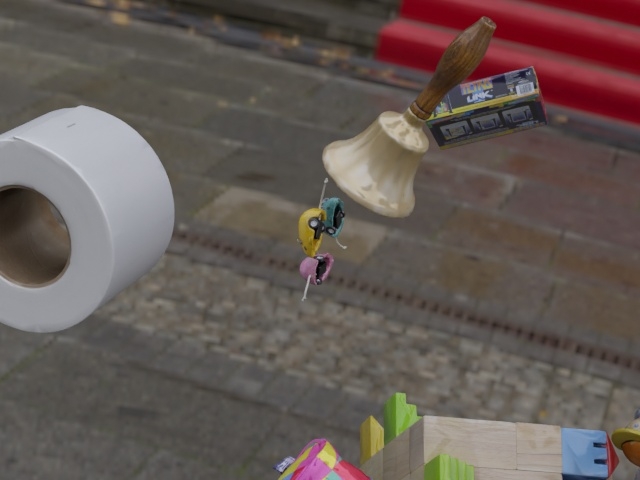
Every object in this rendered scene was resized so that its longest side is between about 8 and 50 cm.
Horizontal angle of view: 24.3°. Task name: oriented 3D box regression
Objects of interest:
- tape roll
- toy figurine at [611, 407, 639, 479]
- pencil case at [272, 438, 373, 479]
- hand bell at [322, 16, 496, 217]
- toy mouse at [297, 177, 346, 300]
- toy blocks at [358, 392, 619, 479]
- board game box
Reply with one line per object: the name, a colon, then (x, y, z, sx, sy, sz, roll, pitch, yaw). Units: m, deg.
tape roll: (-0.324, -0.028, 1.823, 0.246, 0.246, 0.169, 17, 23, 15)
toy figurine: (0.385, 0.243, 1.430, 0.209, 0.213, 0.148, 32, 60, 26)
pencil case: (0.048, 0.290, 1.412, 0.236, 0.104, 0.104, 41, 19, -5)
hand bell: (0.117, -0.152, 1.659, 0.126, 0.242, 0.126, 26, 32, -18)
toy mouse: (0.000, 0.000, 1.940, 0.031, 0.161, 0.143, 13, 1, 19)
toy blocks: (0.191, 0.276, 1.578, 0.261, 0.190, 0.381, 6, -22, -12)
board game box: (0.243, -0.194, 2.190, 0.170, 0.048, 0.141, -13, -16, 10)
